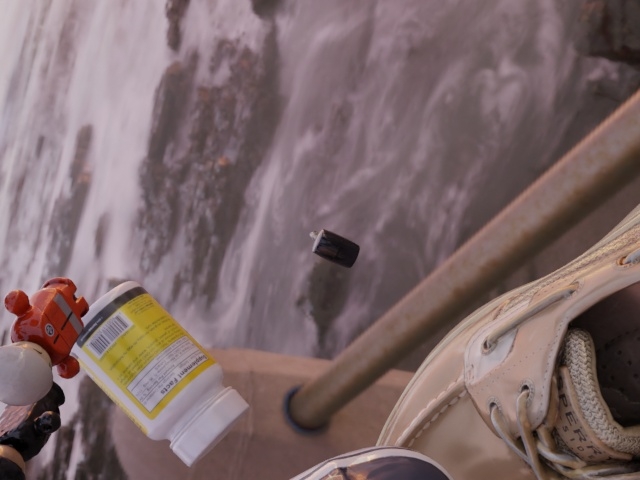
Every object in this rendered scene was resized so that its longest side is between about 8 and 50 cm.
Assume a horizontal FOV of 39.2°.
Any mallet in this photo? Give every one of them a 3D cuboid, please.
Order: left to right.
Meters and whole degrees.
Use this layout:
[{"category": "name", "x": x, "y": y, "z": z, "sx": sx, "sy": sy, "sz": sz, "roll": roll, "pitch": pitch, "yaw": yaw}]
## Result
[{"category": "mallet", "x": 0.000, "y": 0.000, "z": 1.306, "sx": 0.039, "sy": 0.062, "sz": 0.189, "roll": -65, "pitch": 19, "yaw": 1}]

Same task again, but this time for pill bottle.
[{"category": "pill bottle", "x": -0.191, "y": 0.159, "z": 1.064, "sx": 0.119, "sy": 0.208, "sz": 0.119, "roll": -45, "pitch": -8, "yaw": -8}]

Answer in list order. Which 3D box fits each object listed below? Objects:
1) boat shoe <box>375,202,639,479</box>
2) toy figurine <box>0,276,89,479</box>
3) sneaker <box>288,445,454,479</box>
[{"category": "boat shoe", "x": 0.137, "y": 0.077, "z": 0.486, "sx": 0.341, "sy": 0.121, "sz": 0.110, "roll": -49, "pitch": -4, "yaw": 24}, {"category": "toy figurine", "x": -0.339, "y": 0.123, "z": 0.843, "sx": 0.148, "sy": 0.209, "sz": 0.213, "roll": -78, "pitch": 11, "yaw": -58}, {"category": "sneaker", "x": -0.032, "y": 0.210, "z": 0.381, "sx": 0.126, "sy": 0.321, "sz": 0.127, "roll": 57, "pitch": 154, "yaw": -5}]
